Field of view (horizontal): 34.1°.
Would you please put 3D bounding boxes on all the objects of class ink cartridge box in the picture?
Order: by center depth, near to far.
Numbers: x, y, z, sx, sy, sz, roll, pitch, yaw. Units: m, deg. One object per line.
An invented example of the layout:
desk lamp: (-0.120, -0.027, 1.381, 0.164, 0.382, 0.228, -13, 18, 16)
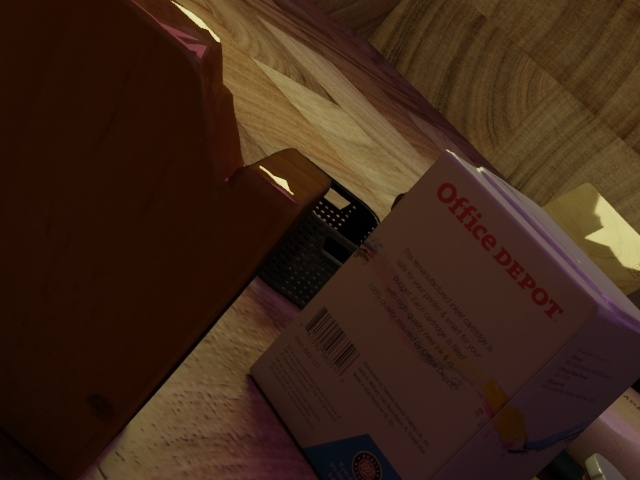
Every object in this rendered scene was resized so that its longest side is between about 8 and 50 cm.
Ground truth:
ink cartridge box: (0.106, 0.087, 0.788, 0.168, 0.233, 0.171, 22, 25, -53)

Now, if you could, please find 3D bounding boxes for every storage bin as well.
storage bin: (0.000, 0.000, 1.064, 0.122, 0.084, 0.180, 37, 16, -20)

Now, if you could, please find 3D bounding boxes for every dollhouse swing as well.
dollhouse swing: (-0.155, -0.104, 0.598, 0.347, 0.315, 0.305, 42, 35, 0)

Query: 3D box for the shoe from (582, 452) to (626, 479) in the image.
shoe: (0.258, 0.274, 0.947, 0.063, 0.081, 0.178, 37, 19, -20)

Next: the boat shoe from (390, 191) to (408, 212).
boat shoe: (0.127, -0.006, 1.406, 0.095, 0.095, 0.257, 15, 20, -19)

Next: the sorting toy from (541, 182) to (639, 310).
sorting toy: (0.295, 0.072, 1.338, 0.089, 0.255, 0.257, 57, 7, -28)

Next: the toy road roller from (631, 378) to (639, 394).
toy road roller: (0.491, 0.160, 1.442, 0.330, 0.240, 0.202, 57, 10, -19)

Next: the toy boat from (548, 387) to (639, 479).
toy boat: (0.355, 0.250, 1.207, 0.267, 0.148, 0.318, 43, 21, 25)

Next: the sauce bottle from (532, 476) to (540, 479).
sauce bottle: (0.177, 0.228, 0.958, 0.128, 0.042, 0.042, 36, 15, -16)
